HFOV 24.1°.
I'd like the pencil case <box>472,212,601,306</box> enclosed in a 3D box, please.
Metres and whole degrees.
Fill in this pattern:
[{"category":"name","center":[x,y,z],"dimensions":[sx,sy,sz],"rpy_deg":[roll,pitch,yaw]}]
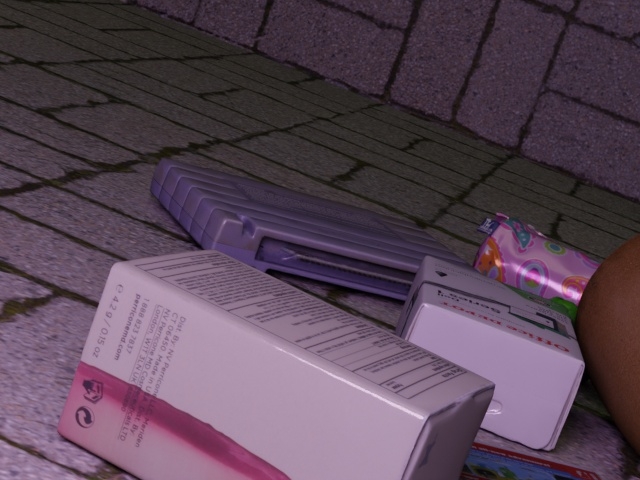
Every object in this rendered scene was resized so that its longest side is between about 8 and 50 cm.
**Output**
[{"category":"pencil case","center":[0.311,0.068,1.754],"dimensions":[0.284,0.124,0.124],"rpy_deg":[25,12,16]}]

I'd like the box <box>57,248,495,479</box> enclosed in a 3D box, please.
[{"category":"box","center":[-0.027,0.110,0.981],"dimensions":[0.232,0.126,0.149],"rpy_deg":[25,12,20]}]

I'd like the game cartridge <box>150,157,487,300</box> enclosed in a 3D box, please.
[{"category":"game cartridge","center":[0.000,0.000,1.700],"dimensions":[0.355,0.068,0.230],"rpy_deg":[14,10,-28]}]

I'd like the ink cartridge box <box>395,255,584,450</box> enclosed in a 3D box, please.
[{"category":"ink cartridge box","center":[0.154,0.101,1.412],"dimensions":[0.160,0.092,0.219],"rpy_deg":[20,11,0]}]

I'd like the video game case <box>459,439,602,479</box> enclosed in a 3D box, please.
[{"category":"video game case","center":[0.165,0.215,1.082],"dimensions":[0.204,0.025,0.285],"rpy_deg":[16,13,-18]}]

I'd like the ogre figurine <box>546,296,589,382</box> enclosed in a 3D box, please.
[{"category":"ogre figurine","center":[0.298,0.118,1.580],"dimensions":[0.197,0.096,0.118],"rpy_deg":[10,23,5]}]

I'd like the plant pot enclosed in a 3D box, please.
[{"category":"plant pot","center":[0.363,0.140,1.356],"dimensions":[0.237,0.237,0.254],"rpy_deg":[19,28,-8]}]
